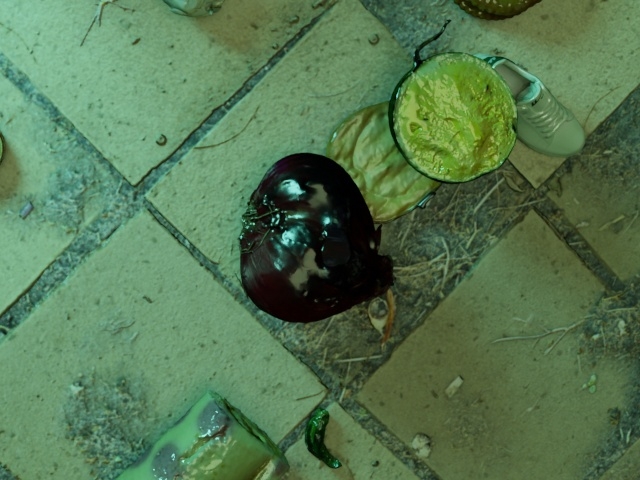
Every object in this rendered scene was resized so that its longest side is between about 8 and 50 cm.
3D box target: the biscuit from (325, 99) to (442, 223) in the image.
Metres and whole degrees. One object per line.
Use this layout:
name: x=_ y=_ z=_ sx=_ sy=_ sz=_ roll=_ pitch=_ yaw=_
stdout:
biscuit: x=0.129 y=-0.144 z=1.567 sx=0.260 sy=0.041 sz=0.203 roll=-32 pitch=100 yaw=-7

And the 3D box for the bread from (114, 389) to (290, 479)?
bread: x=-0.237 y=0.425 z=1.523 sx=0.338 sy=0.155 sz=0.187 roll=-44 pitch=115 yaw=-3

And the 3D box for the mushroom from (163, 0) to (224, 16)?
mushroom: x=-0.264 y=-0.448 z=1.403 sx=0.278 sy=0.096 sz=0.099 roll=40 pitch=88 yaw=-11

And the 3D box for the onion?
onion: x=-0.020 y=-0.005 z=1.469 sx=0.281 sy=0.221 sz=0.281 roll=2 pitch=83 yaw=-13

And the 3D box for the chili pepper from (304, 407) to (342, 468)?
chili pepper: x=0.000 y=0.358 z=1.624 sx=0.055 sy=0.035 sz=0.118 roll=-12 pitch=98 yaw=7

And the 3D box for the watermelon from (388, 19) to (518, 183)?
watermelon: x=0.205 y=-0.204 z=1.492 sx=0.204 sy=0.127 sz=0.232 roll=-45 pitch=99 yaw=-2

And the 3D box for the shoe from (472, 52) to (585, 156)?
shoe: x=0.363 y=-0.227 z=1.566 sx=0.265 sy=0.110 sz=0.095 roll=33 pitch=90 yaw=-13

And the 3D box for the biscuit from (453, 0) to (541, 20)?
biscuit: x=0.302 y=-0.484 z=1.532 sx=0.220 sy=0.066 sz=0.220 roll=-1 pitch=96 yaw=-13

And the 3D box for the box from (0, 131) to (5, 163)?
box: x=-0.546 y=-0.146 z=1.420 sx=0.105 sy=0.037 sz=0.106 roll=-2 pitch=100 yaw=-12
